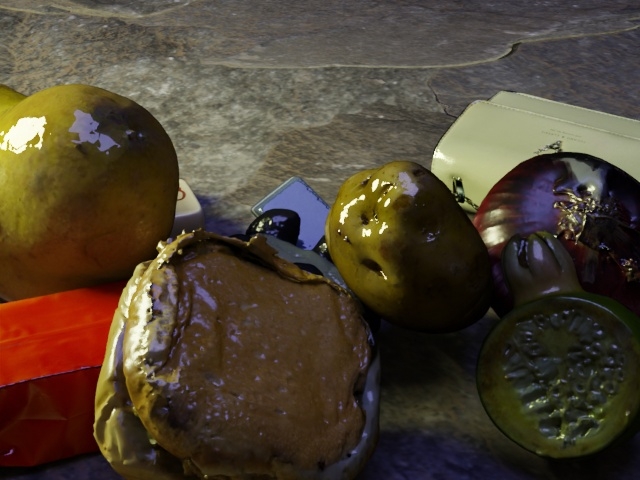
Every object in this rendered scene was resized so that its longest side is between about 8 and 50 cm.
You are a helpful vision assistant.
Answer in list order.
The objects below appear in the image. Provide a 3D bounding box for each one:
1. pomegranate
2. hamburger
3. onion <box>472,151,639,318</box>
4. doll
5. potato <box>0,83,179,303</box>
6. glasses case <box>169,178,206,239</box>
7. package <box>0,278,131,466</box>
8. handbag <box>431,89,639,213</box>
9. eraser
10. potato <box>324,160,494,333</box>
[{"bbox_3d":[0.259,0.124,1.217,0.241,0.190,0.159,45,15,14],"label":"pomegranate"},{"bbox_3d":[-0.077,0.141,1.136,0.318,0.158,0.318,18,52,-24],"label":"hamburger"},{"bbox_3d":[0.325,0.027,1.418,0.273,0.285,0.273,-1,68,3],"label":"onion"},{"bbox_3d":[-0.029,0.054,1.430,0.234,0.135,0.143,19,32,26],"label":"doll"},{"bbox_3d":[-0.337,-0.115,1.408,0.290,0.296,0.397,-17,64,-40],"label":"potato"},{"bbox_3d":[-0.345,-0.010,1.621,0.336,0.076,0.144,-11,30,-18],"label":"glasses case"},{"bbox_3d":[-0.280,0.151,1.270,0.423,0.123,0.196,-10,27,-19],"label":"package"},{"bbox_3d":[0.376,-0.101,1.679,0.358,0.160,0.237,19,41,32],"label":"handbag"},{"bbox_3d":[0.000,0.000,1.525,0.082,0.036,0.225,-39,69,-16],"label":"eraser"},{"bbox_3d":[0.105,0.025,1.280,0.195,0.176,0.369,3,-12,10],"label":"potato"}]
